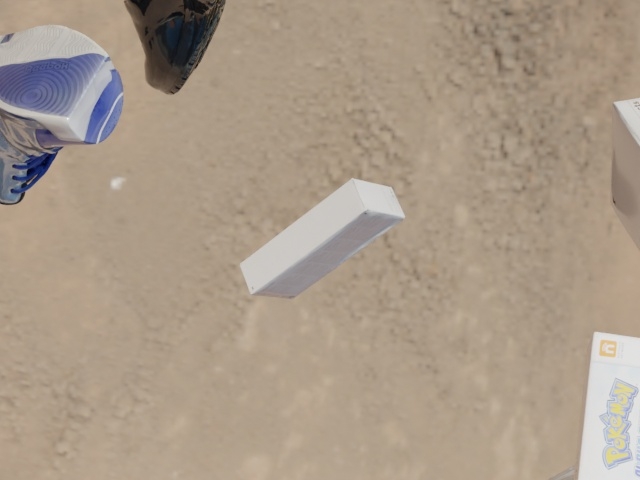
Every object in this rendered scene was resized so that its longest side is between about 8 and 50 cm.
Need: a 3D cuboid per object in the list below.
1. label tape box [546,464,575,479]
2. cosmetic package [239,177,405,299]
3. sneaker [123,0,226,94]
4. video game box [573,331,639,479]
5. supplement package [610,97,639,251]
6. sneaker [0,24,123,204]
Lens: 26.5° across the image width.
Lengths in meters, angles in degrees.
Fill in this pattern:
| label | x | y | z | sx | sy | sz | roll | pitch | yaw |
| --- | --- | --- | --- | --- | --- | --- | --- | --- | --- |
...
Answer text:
| label | x | y | z | sx | sy | sz | roll | pitch | yaw |
| --- | --- | --- | --- | --- | --- | --- | --- | --- | --- |
| label tape box | 0.405 | 0.361 | 1.793 | 0.249 | 0.347 | 0.115 | -19 | 85 | -34 |
| cosmetic package | 0.000 | 0.000 | 1.979 | 0.099 | 0.239 | 0.060 | 7 | 53 | -52 |
| sneaker | -0.172 | -0.277 | 1.524 | 0.286 | 0.130 | 0.109 | 117 | -4 | -54 |
| video game box | 0.271 | 0.175 | 0.946 | 0.048 | 0.187 | 0.205 | 69 | 29 | -68 |
| supplement package | 0.337 | -0.060 | 1.101 | 0.105 | 0.179 | 0.105 | -107 | -173 | -52 |
| sneaker | -0.325 | -0.132 | 1.499 | 0.127 | 0.315 | 0.182 | -61 | 141 | -28 |
